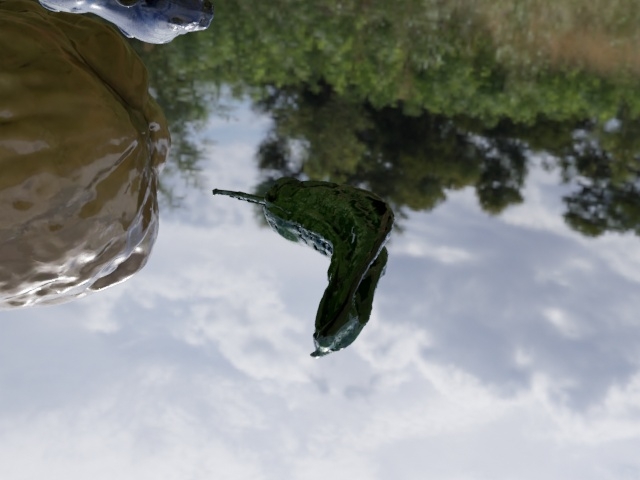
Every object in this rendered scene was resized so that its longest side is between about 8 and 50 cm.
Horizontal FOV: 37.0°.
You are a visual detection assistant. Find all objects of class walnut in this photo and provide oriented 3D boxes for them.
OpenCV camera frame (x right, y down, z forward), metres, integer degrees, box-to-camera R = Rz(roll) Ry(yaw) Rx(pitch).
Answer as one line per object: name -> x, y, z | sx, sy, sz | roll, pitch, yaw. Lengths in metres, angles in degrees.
walnut -> -0.240, -0.053, 0.697 | 0.257, 0.257, 0.224 | 7, -144, 1

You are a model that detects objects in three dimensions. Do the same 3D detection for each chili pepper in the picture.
chili pepper -> 0.001, 0.000, 0.833 | 0.122, 0.065, 0.279 | -23, -151, -11

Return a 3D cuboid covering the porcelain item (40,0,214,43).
porcelain item -> -0.311, -0.386, 1.463 | 0.288, 0.138, 0.186 | 20, -175, -36
